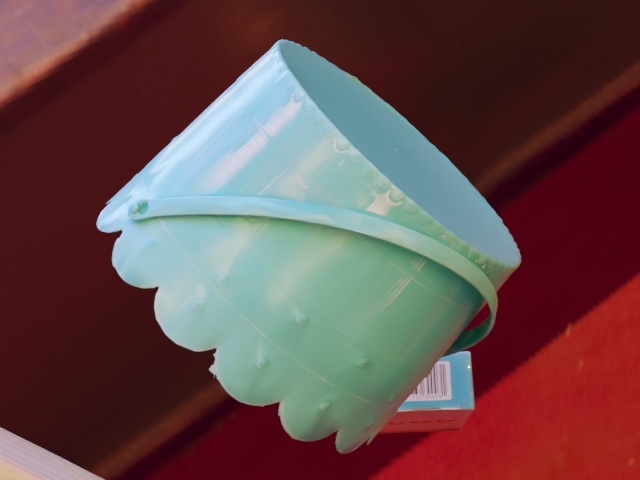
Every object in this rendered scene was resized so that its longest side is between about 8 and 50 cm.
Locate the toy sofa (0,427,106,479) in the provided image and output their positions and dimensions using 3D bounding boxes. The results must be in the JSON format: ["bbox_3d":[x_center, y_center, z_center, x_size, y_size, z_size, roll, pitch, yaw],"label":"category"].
[{"bbox_3d":[-0.235,0.292,1.005,0.362,0.150,0.177,-57,30,1],"label":"toy sofa"}]

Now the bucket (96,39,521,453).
[{"bbox_3d":[0.000,0.000,1.276,0.183,0.281,0.281,-48,71,14],"label":"bucket"}]

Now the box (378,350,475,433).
[{"bbox_3d":[0.104,0.162,1.839,0.101,0.244,0.060,-2,79,0],"label":"box"}]
